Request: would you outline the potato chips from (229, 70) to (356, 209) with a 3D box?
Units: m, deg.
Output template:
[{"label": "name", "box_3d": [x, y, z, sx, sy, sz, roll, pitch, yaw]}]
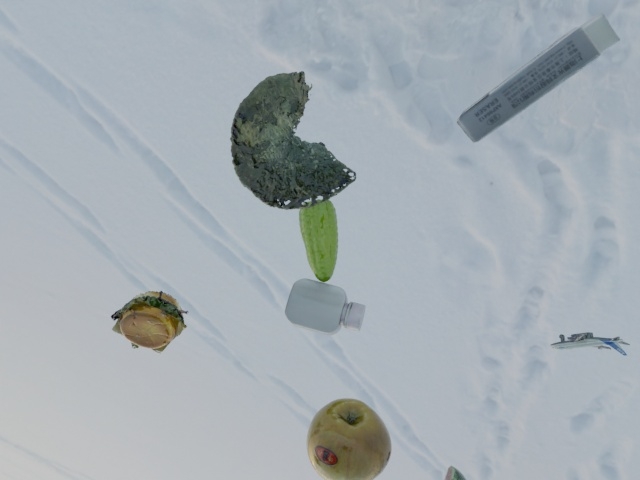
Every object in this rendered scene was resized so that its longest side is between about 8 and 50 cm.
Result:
[{"label": "potato chips", "box_3d": [-0.053, -0.150, 0.733, 0.202, 0.029, 0.219, -4, 116, 17]}]

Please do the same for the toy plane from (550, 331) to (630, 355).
[{"label": "toy plane", "box_3d": [0.320, 0.122, 0.551, 0.078, 0.024, 0.084, 26, 159, -36]}]

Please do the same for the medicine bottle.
[{"label": "medicine bottle", "box_3d": [0.013, 0.166, 1.114, 0.183, 0.119, 0.069, 12, 161, 14]}]

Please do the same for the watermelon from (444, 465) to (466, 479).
[{"label": "watermelon", "box_3d": [0.340, 0.621, 1.144, 0.072, 0.085, 0.092, -36, 79, 29]}]

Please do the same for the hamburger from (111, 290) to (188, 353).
[{"label": "hamburger", "box_3d": [-0.420, 0.196, 1.142, 0.190, 0.093, 0.164, -34, 119, 20]}]

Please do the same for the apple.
[{"label": "apple", "box_3d": [0.059, 0.426, 0.980, 0.183, 0.182, 0.155, 8, 111, 21]}]

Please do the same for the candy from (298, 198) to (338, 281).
[{"label": "candy", "box_3d": [0.000, 0.000, 1.130, 0.097, 0.209, 0.096, -6, 164, -2]}]

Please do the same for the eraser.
[{"label": "eraser", "box_3d": [0.170, -0.128, 0.371, 0.122, 0.052, 0.029, -36, 95, 30]}]
